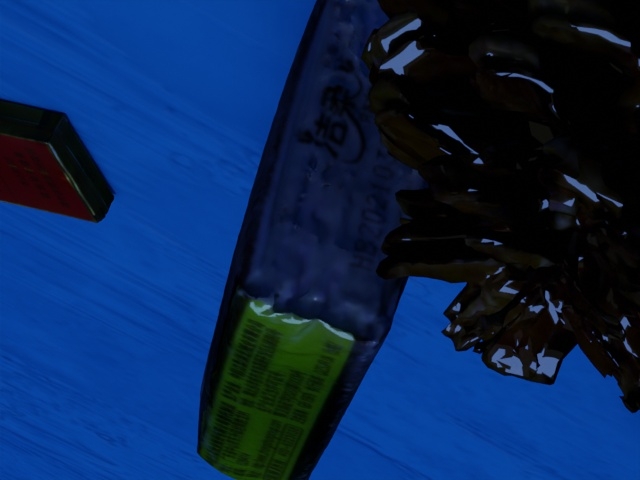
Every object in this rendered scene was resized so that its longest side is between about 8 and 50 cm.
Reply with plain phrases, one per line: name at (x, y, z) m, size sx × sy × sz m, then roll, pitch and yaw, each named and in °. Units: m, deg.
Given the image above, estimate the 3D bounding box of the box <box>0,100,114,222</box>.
box at (-0.193, -0.053, 1.107) m, size 0.133 × 0.023 × 0.090 m, roll 13°, pitch 153°, yaw 19°

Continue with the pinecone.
pinecone at (0.111, -0.043, 0.636) m, size 0.221 × 0.221 × 0.221 m, roll 18°, pitch 156°, yaw 8°

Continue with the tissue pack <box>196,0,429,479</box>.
tissue pack at (0.000, 0.000, 0.864) m, size 0.073 × 0.173 × 0.235 m, roll 16°, pitch 156°, yaw -3°
